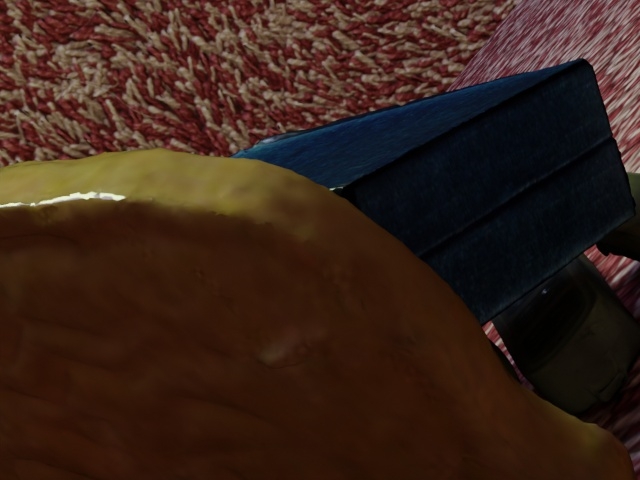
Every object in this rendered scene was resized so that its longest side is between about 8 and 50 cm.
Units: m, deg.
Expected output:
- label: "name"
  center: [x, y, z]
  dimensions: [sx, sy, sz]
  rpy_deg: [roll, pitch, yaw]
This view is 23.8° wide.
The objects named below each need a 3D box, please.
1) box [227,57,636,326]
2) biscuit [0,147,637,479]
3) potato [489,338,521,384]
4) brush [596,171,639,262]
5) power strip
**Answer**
- label: "box"
  center: [0.000, 0.000, 0.904]
  dimensions: [0.279, 0.116, 0.261]
  rpy_deg: [-9, 15, 41]
- label: "biscuit"
  center: [-0.066, 0.105, 0.742]
  dimensions: [0.385, 0.365, 0.062]
  rpy_deg: [-26, 32, 45]
- label: "potato"
  center: [0.033, 0.124, 0.942]
  dimensions: [0.197, 0.148, 0.228]
  rpy_deg: [-21, 4, -23]
- label: "brush"
  center: [0.219, -0.004, 0.884]
  dimensions: [0.054, 0.048, 0.282]
  rpy_deg: [-53, 13, -4]
- label: "power strip"
  center: [0.156, 0.051, 1.005]
  dimensions: [0.080, 0.048, 0.286]
  rpy_deg: [-50, 7, 8]
